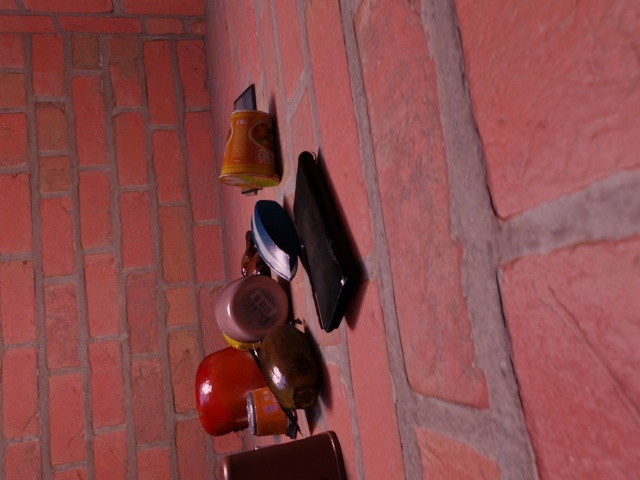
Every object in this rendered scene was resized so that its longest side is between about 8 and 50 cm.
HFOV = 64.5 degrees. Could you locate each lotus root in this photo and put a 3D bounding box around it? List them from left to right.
[{"bbox_3d":[-0.071,0.279,1.136,0.241,0.123,0.124,-120,19,-65],"label":"lotus root"}]

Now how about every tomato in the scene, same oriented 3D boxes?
[{"bbox_3d":[-0.304,0.525,1.805,0.325,0.293,0.290,101,148,-72],"label":"tomato"}]

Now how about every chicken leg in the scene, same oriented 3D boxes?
[{"bbox_3d":[-0.231,0.075,1.780,0.322,0.083,0.177,-144,60,-69],"label":"chicken leg"}]

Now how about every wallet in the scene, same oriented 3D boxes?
[{"bbox_3d":[0.000,0.000,0.920,0.172,0.045,0.318,104,157,-44],"label":"wallet"}]

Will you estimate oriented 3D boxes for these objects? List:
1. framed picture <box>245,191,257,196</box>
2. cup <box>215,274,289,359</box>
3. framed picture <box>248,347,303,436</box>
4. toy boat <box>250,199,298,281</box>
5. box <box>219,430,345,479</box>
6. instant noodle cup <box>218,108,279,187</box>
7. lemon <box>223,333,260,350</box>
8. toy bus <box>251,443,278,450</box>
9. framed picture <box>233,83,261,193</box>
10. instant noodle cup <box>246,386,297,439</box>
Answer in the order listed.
[{"bbox_3d":[-0.267,-0.309,1.882,0.211,0.020,0.290,-167,73,-74],"label":"framed picture"},{"bbox_3d":[-0.179,0.220,1.410,0.200,0.191,0.253,150,106,-70],"label":"cup"},{"bbox_3d":[-0.107,0.371,1.246,0.195,0.010,0.199,52,168,37],"label":"framed picture"},{"bbox_3d":[-0.106,-0.008,1.231,0.299,0.096,0.062,-119,36,-52],"label":"toy boat"},{"bbox_3d":[-0.088,0.560,1.083,0.339,0.229,0.239,116,145,-64],"label":"box"},{"bbox_3d":[-0.188,-0.248,1.369,0.168,0.168,0.185,162,110,-75],"label":"instant noodle cup"},{"bbox_3d":[-0.249,0.280,1.715,0.206,0.173,0.173,-90,0,-72],"label":"lemon"},{"bbox_3d":[-0.166,0.802,1.581,0.162,0.171,0.386,-113,23,-58],"label":"toy bus"},{"bbox_3d":[-0.255,-0.340,1.766,0.265,0.016,0.347,-174,80,-68],"label":"framed picture"},{"bbox_3d":[-0.150,0.503,1.496,0.208,0.125,0.178,146,117,-74],"label":"instant noodle cup"}]
